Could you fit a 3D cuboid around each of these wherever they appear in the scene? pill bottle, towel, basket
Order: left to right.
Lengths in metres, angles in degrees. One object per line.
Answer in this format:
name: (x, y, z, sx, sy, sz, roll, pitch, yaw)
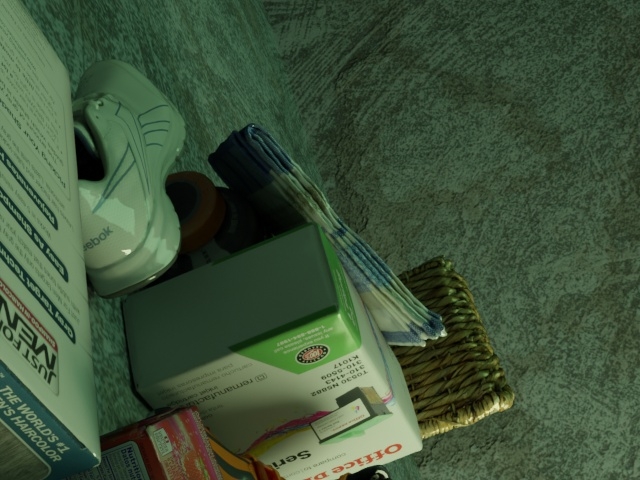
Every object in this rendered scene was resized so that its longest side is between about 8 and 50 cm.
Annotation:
pill bottle: (-0.105, 0.030, 1.335, 0.245, 0.130, 0.130, 58, 12, -51)
towel: (0.000, 0.000, 1.277, 0.285, 0.034, 0.209, 47, -12, -5)
basket: (0.076, 0.200, 1.496, 0.213, 0.299, 0.223, 61, 8, -52)

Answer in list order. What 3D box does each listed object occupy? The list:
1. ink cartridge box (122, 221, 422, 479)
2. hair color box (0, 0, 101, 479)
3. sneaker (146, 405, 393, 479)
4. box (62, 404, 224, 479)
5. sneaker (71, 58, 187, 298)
ink cartridge box: (-0.038, 0.135, 1.225, 0.278, 0.201, 0.117, 60, 11, -49)
hair color box: (-0.224, -0.033, 0.743, 0.174, 0.105, 0.347, 61, 10, -46)
sneaker: (-0.026, 0.232, 1.122, 0.124, 0.180, 0.321, -104, 170, -45)
box: (-0.100, 0.244, 0.758, 0.122, 0.128, 0.256, 7, 61, -82)
sneaker: (-0.194, -0.087, 1.142, 0.129, 0.111, 0.297, 55, 13, -39)
